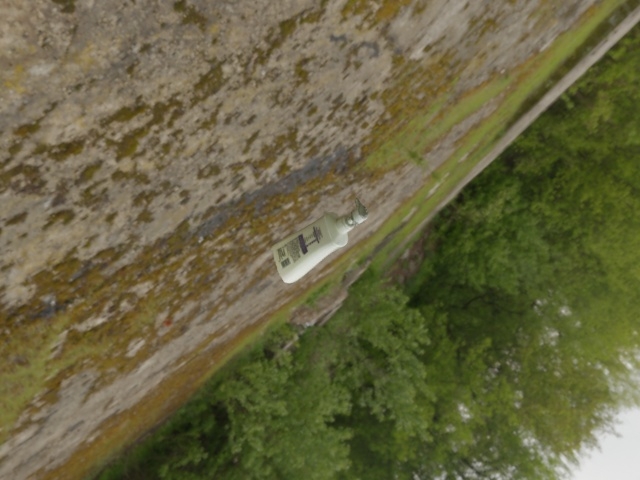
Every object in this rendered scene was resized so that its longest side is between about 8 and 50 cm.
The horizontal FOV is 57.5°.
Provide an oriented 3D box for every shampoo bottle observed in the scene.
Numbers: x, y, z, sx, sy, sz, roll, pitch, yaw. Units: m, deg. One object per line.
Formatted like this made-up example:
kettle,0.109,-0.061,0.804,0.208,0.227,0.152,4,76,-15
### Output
shampoo bottle,0.000,0.000,0.647,0.034,0.048,0.141,3,154,-44
